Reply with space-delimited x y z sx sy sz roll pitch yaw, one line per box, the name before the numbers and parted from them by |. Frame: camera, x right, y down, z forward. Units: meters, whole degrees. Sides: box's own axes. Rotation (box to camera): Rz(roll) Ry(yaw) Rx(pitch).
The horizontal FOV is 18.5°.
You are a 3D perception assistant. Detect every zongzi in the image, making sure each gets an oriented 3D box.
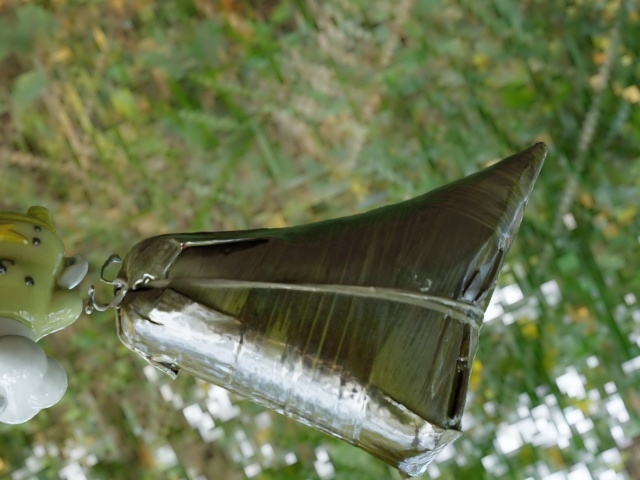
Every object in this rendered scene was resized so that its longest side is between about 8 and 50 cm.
zongzi | 0.000 0.000 1.266 0.111 0.248 0.241 112 -1 -66

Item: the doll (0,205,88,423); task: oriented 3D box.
doll | -0.198 0.045 1.217 0.106 0.062 0.162 1 -131 -5
